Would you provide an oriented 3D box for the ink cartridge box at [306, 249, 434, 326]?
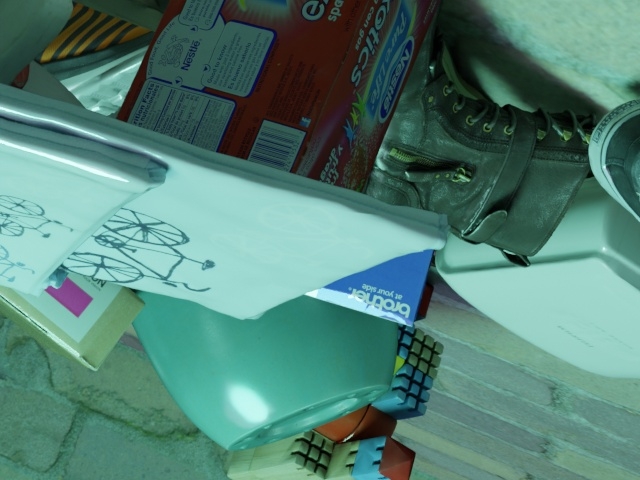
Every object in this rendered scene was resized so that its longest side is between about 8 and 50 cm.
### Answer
[{"bbox_3d":[0.000,0.000,1.215,0.207,0.097,0.046,17,-156,6],"label":"ink cartridge box"}]

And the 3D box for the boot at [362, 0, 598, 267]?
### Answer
[{"bbox_3d":[0.119,-0.099,1.037,0.229,0.263,0.091,4,-145,-22],"label":"boot"}]

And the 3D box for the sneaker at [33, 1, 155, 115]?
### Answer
[{"bbox_3d":[-0.188,-0.207,1.141,0.321,0.180,0.124,-16,171,15],"label":"sneaker"}]

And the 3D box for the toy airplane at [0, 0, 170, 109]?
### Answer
[{"bbox_3d":[-0.223,-0.236,0.829,0.384,0.272,0.386,38,-163,0],"label":"toy airplane"}]

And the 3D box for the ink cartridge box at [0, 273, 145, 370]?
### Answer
[{"bbox_3d":[-0.307,0.018,1.313,0.234,0.088,0.193,43,164,-20],"label":"ink cartridge box"}]

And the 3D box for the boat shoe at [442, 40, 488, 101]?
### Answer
[{"bbox_3d":[0.053,-0.118,1.100,0.109,0.098,0.302,9,158,44],"label":"boat shoe"}]

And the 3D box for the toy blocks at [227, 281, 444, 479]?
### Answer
[{"bbox_3d":[0.036,0.169,1.652,0.190,0.381,0.261,34,146,-27],"label":"toy blocks"}]

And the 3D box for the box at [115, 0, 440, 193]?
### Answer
[{"bbox_3d":[-0.014,-0.135,0.852,0.128,0.257,0.122,17,166,20],"label":"box"}]

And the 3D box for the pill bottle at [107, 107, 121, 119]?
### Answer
[{"bbox_3d":[-0.238,-0.093,1.408,0.210,0.210,0.363,22,163,10],"label":"pill bottle"}]

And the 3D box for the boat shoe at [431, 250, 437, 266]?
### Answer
[{"bbox_3d":[0.126,0.001,1.463,0.135,0.045,0.050,23,154,-2],"label":"boat shoe"}]

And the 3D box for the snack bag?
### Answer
[{"bbox_3d":[-0.140,-0.009,0.799,0.342,0.037,0.323,15,162,-20],"label":"snack bag"}]

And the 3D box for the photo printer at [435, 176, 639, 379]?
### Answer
[{"bbox_3d":[0.271,0.044,1.275,0.256,0.107,0.307,31,163,-22],"label":"photo printer"}]

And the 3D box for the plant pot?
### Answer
[{"bbox_3d":[-0.053,0.081,1.389,0.293,0.235,0.293,-20,166,-5],"label":"plant pot"}]

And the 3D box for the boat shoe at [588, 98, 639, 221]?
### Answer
[{"bbox_3d":[0.335,0.004,1.020,0.301,0.108,0.102,39,-170,-23],"label":"boat shoe"}]
